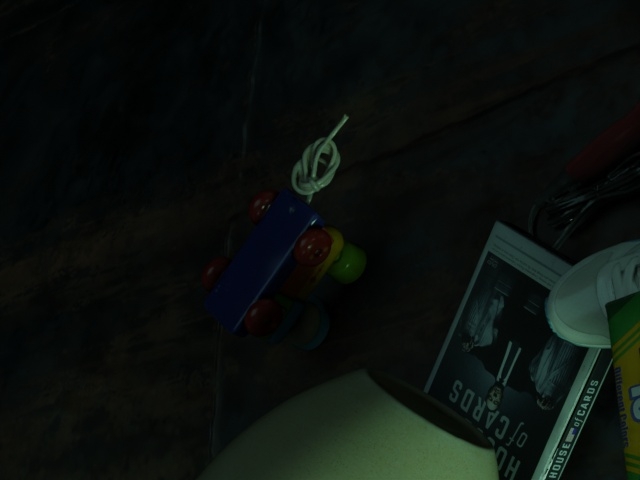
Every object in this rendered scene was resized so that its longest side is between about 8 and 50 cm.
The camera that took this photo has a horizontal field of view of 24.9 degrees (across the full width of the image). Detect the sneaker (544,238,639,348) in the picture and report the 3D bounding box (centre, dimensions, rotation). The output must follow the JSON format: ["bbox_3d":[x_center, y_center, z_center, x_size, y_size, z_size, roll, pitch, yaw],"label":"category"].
[{"bbox_3d":[0.286,0.027,1.153,0.228,0.092,0.087,-16,73,18],"label":"sneaker"}]

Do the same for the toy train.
[{"bbox_3d":[0.000,0.000,1.513,0.105,0.143,0.248,40,98,41],"label":"toy train"}]

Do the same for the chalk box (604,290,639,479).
[{"bbox_3d":[0.374,0.101,1.013,0.289,0.180,0.179,-25,55,37],"label":"chalk box"}]

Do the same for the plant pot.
[{"bbox_3d":[0.045,0.223,1.238,0.191,0.284,0.284,-58,40,5],"label":"plant pot"}]

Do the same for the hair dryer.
[{"bbox_3d":[0.279,-0.105,1.295,0.223,0.080,0.294,13,81,51],"label":"hair dryer"}]

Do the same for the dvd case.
[{"bbox_3d":[0.174,0.123,1.311,0.179,0.029,0.239,36,108,50],"label":"dvd case"}]
